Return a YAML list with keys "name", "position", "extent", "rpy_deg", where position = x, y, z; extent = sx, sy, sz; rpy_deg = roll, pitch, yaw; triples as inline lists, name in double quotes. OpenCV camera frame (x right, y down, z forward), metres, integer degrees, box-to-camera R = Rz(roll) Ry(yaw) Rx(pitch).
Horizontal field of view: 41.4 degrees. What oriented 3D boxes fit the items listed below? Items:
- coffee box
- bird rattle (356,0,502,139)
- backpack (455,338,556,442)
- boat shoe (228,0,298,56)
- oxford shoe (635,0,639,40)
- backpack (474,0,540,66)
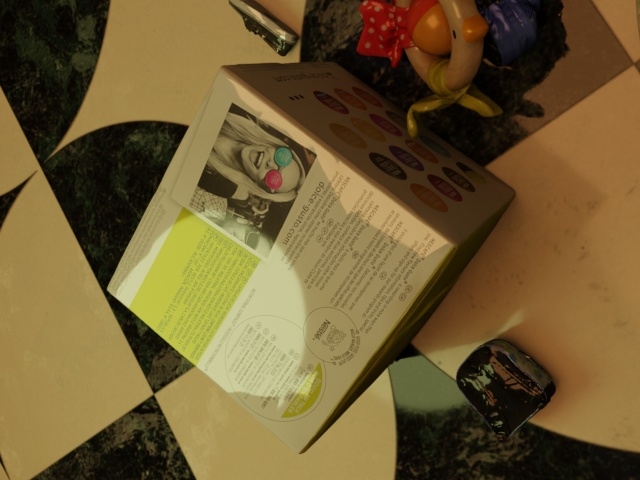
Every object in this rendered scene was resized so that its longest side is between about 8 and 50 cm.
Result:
- name: "coffee box"
  position: [0.000, 0.000, 1.105]
  extent: [0.334, 0.337, 0.338]
  rpy_deg: [38, 114, 12]
- name: "bird rattle"
  position: [0.148, -0.265, 1.085]
  extent: [0.207, 0.143, 0.254]
  rpy_deg: [106, 149, -60]
- name: "backpack"
  position: [0.248, 0.193, 1.150]
  extent: [0.114, 0.084, 0.105]
  rpy_deg: [46, 117, 13]
- name: "boat shoe"
  position: [-0.097, -0.339, 1.318]
  extent: [0.142, 0.049, 0.040]
  rpy_deg: [40, 116, 19]
- name: "oxford shoe"
  position: [0.436, -0.389, 0.939]
  extent: [0.169, 0.130, 0.450]
  rpy_deg: [-9, 77, 61]
- name: "backpack"
  position: [0.234, -0.294, 1.087]
  extent: [0.101, 0.098, 0.120]
  rpy_deg: [-28, 79, 12]
